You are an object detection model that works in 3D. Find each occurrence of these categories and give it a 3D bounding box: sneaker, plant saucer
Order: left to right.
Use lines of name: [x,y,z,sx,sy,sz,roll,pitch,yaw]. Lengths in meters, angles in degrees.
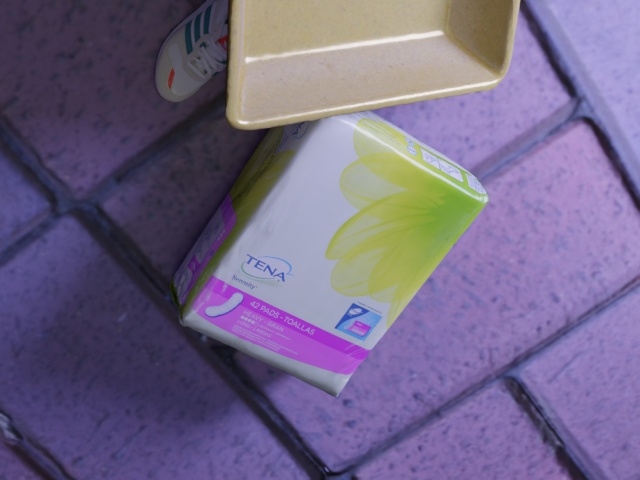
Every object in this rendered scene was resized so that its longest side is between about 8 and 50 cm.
sneaker: [-0.105,-0.195,1.181,0.057,0.075,0.161,38,104,-27]
plant saucer: [0.046,-0.289,1.119,0.333,0.081,0.332,-13,123,-30]

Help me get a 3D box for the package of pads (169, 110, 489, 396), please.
package of pads: [0.000,0.000,1.295,0.229,0.101,0.296,28,107,-26]
